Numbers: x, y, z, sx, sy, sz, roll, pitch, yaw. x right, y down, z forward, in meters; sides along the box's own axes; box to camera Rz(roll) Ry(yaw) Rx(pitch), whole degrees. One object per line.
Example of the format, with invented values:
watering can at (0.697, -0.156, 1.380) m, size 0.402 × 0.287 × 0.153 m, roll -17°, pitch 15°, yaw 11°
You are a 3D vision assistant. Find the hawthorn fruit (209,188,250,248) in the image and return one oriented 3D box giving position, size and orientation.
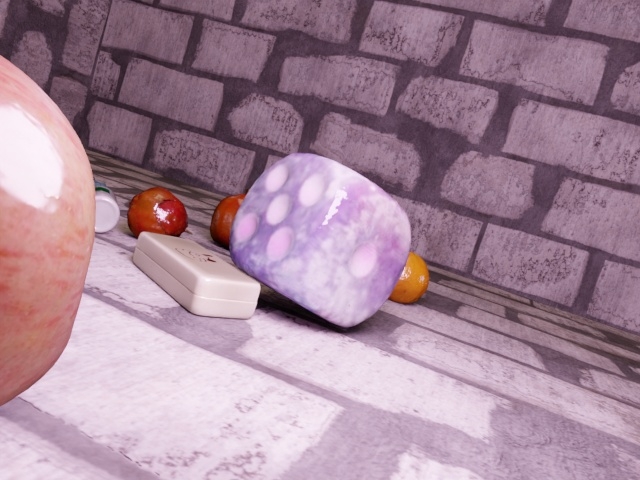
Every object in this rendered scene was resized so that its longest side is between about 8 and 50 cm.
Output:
hawthorn fruit at (-0.245, -0.064, 1.663) m, size 0.169 × 0.188 × 0.169 m, roll 10°, pitch 4°, yaw -1°

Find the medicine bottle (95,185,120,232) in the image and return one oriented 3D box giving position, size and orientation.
medicine bottle at (-0.567, -0.088, 1.433) m, size 0.095 × 0.095 × 0.260 m, roll 14°, pitch 6°, yaw -23°

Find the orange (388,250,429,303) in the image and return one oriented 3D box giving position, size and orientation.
orange at (0.230, 0.097, 1.663) m, size 0.193 × 0.161 × 0.193 m, roll 20°, pitch 2°, yaw -1°

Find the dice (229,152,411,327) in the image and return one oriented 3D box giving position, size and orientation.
dice at (0.000, 0.000, 1.143) m, size 0.271 × 0.270 × 0.270 m, roll 24°, pitch -9°, yaw 48°

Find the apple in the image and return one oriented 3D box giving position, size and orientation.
apple at (-0.326, -0.009, 0.455) m, size 0.269 × 0.345 × 0.345 m, roll 36°, pitch -7°, yaw -38°

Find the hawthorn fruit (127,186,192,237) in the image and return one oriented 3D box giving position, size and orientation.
hawthorn fruit at (-0.404, -0.055, 1.419) m, size 0.172 × 0.148 × 0.148 m, roll 35°, pitch 3°, yaw -10°

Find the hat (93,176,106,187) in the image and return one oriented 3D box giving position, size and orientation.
hat at (-0.714, -0.158, 1.719) m, size 0.138 × 0.078 × 0.191 m, roll 18°, pitch 6°, yaw 24°

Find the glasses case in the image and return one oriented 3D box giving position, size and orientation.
glasses case at (-0.249, 0.062, 1.088) m, size 0.131 × 0.070 × 0.313 m, roll 12°, pitch 8°, yaw -40°
